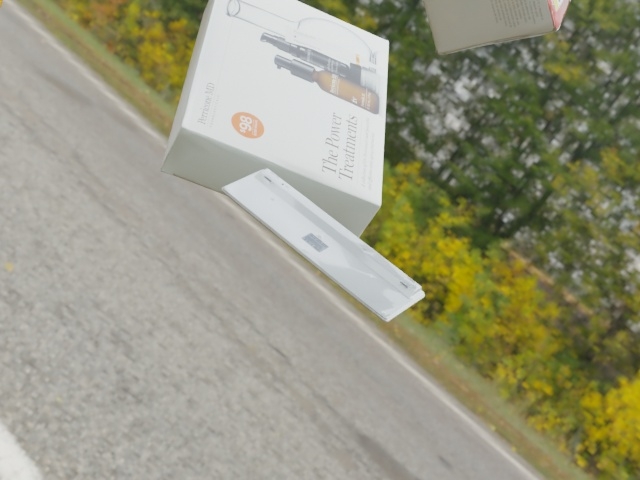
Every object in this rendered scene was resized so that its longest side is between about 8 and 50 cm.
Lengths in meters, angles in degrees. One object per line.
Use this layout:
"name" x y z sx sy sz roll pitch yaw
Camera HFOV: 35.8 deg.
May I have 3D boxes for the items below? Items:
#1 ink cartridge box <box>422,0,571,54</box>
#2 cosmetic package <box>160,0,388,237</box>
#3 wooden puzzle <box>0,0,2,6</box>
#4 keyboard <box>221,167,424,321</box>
"ink cartridge box" 0.167 -0.391 1.003 0.272 0.130 0.310 -58 134 -50
"cosmetic package" -0.050 -0.200 1.411 0.284 0.097 0.377 19 45 -14
"wooden puzzle" -0.449 -0.247 0.945 0.348 0.322 0.081 48 -21 42
"keyboard" 0.000 0.000 1.107 0.256 0.014 0.072 38 49 24
